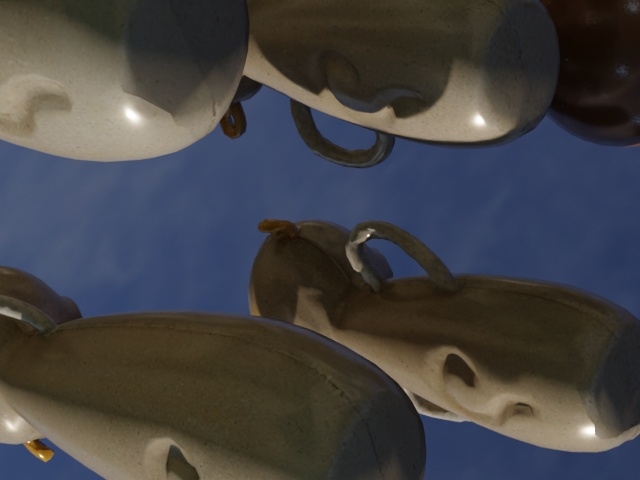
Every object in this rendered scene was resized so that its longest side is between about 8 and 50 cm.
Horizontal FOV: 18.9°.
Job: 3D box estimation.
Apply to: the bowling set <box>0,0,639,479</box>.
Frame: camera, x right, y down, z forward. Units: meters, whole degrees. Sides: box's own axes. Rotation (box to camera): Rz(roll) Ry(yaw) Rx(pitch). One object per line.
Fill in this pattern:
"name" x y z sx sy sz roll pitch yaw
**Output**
"bowling set" 0.000 0.000 0.492 0.154 0.287 0.200 13 -140 43
